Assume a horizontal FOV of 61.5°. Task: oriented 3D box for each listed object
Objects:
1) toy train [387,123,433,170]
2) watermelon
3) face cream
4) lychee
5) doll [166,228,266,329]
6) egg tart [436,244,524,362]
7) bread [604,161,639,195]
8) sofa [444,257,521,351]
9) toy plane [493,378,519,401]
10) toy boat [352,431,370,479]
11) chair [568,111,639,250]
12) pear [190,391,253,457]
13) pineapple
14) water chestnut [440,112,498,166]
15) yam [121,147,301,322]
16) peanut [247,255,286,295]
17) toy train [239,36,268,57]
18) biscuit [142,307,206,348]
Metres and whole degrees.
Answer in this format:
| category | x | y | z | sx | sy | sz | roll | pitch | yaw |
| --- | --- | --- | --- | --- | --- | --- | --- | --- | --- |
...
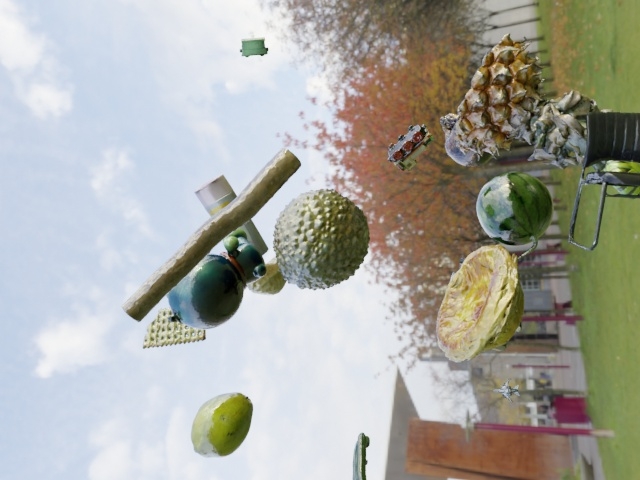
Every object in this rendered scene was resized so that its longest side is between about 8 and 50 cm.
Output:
| category | x | y | z | sx | sy | sz | roll | pitch | yaw |
| --- | --- | --- | --- | --- | --- | --- | --- | --- | --- |
| toy train | 0.251 | -0.257 | 1.480 | 0.087 | 0.138 | 0.050 | 29 | -149 | -34 |
| watermelon | 0.504 | -0.073 | 1.380 | 0.214 | 0.188 | 0.188 | 63 | -174 | 35 |
| face cream | -0.262 | -0.061 | 1.601 | 0.269 | 0.107 | 0.073 | 59 | -164 | -14 |
| lychee | 0.000 | 0.000 | 1.384 | 0.274 | 0.256 | 0.255 | -56 | -43 | -58 |
| doll | -0.272 | 0.108 | 1.419 | 0.322 | 0.186 | 0.198 | -44 | -38 | -28 |
| egg tart | 0.372 | 0.151 | 1.221 | 0.294 | 0.116 | 0.294 | -63 | 7 | 15 |
| bread | 0.821 | -0.175 | 1.440 | 0.139 | 0.071 | 0.129 | 30 | -131 | -22 |
| sofa | 0.494 | 0.208 | 1.663 | 0.181 | 0.200 | 0.258 | 98 | -173 | -45 |
| toy plane | 0.634 | 0.512 | 1.835 | 0.031 | 0.084 | 0.078 | 34 | -128 | -73 |
| toy boat | 0.117 | 0.656 | 1.536 | 0.210 | 0.052 | 0.104 | -86 | 0 | -49 |
| chair | 0.479 | -0.094 | 0.829 | 0.145 | 0.141 | 0.220 | -28 | -58 | -79 |
| pear | -0.367 | 0.687 | 2.017 | 0.269 | 0.212 | 0.212 | -43 | -40 | -11 |
| pineapple | 0.435 | -0.235 | 1.034 | 0.262 | 0.272 | 0.262 | -44 | -29 | -33 |
| water chestnut | 0.542 | -0.388 | 1.930 | 0.223 | 0.238 | 0.223 | -49 | -13 | -15 |
| yam | -0.153 | -0.010 | 0.783 | 0.045 | 0.327 | 0.045 | 45 | 170 | -8 |
| peanut | -0.159 | 0.123 | 2.024 | 0.299 | 0.120 | 0.136 | -24 | -75 | -43 |
| toy train | -0.212 | -0.614 | 1.710 | 0.038 | 0.093 | 0.056 | -100 | 5 | -60 |
| biscuit | -0.466 | 0.272 | 1.733 | 0.016 | 0.204 | 0.143 | 78 | -174 | -57 |
